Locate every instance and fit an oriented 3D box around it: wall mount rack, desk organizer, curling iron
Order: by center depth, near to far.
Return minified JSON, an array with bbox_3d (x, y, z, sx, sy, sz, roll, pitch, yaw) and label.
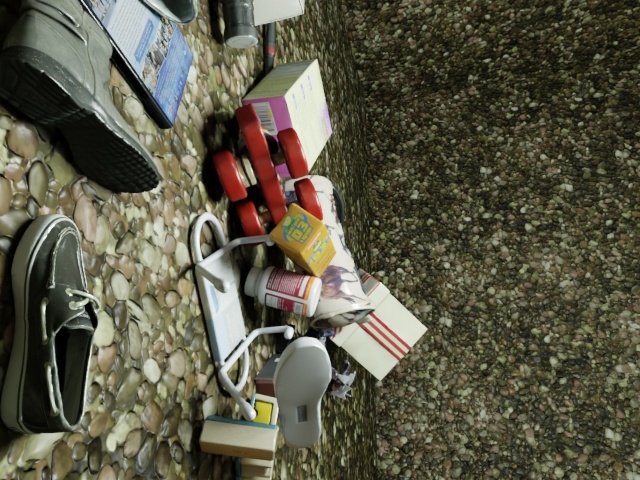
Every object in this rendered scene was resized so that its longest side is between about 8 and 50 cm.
[{"bbox_3d":[-0.142,0.128,0.826,0.304,0.130,0.350,-52,135,-71],"label":"wall mount rack"},{"bbox_3d":[-0.105,0.310,1.090,0.130,0.047,0.050,-41,127,-73],"label":"desk organizer"},{"bbox_3d":[-0.134,-0.519,1.314,0.068,0.035,0.274,10,76,-73],"label":"curling iron"}]

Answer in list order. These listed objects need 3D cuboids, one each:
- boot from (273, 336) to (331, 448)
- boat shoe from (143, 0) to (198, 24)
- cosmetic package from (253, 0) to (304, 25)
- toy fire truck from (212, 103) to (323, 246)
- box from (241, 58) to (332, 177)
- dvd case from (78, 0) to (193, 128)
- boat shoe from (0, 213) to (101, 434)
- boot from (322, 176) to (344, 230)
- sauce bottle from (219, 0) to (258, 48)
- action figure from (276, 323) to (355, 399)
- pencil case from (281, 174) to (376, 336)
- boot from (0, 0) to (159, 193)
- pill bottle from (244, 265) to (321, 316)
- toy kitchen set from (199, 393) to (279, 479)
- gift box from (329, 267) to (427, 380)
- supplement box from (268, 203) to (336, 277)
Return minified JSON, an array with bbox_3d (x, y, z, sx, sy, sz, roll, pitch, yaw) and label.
[{"bbox_3d":[-0.042,0.234,0.823,0.123,0.095,0.258,-111,-158,-53],"label":"boot"},{"bbox_3d":[-0.225,-0.387,0.601,0.335,0.121,0.119,-2,83,-78],"label":"boat shoe"},{"bbox_3d":[-0.121,-0.709,1.203,0.129,0.153,0.296,58,31,-60],"label":"cosmetic package"},{"bbox_3d":[-0.124,-0.154,1.020,0.254,0.169,0.302,-116,-173,-48],"label":"toy fire truck"},{"bbox_3d":[-0.076,-0.317,1.231,0.243,0.117,0.214,-64,148,-46],"label":"box"},{"bbox_3d":[-0.270,-0.316,0.702,0.253,0.022,0.181,65,25,-55],"label":"dvd case"},{"bbox_3d":[-0.259,0.078,0.483,0.078,0.070,0.220,39,47,-72],"label":"boat shoe"},{"bbox_3d":[0.004,0.001,1.486,0.260,0.131,0.348,-69,151,-62],"label":"boot"},{"bbox_3d":[-0.182,-0.582,0.982,0.111,0.111,0.345,-11,95,-77],"label":"sauce bottle"},{"bbox_3d":[-0.004,0.326,1.266,0.099,0.185,0.285,-63,144,-32],"label":"action figure"},{"bbox_3d":[0.003,0.023,1.191,0.183,0.159,0.411,42,27,-60],"label":"pencil case"},{"bbox_3d":[-0.263,-0.178,0.566,0.246,0.083,0.161,64,18,-59],"label":"boot"},{"bbox_3d":[-0.080,0.104,1.019,0.086,0.151,0.086,15,90,-82],"label":"pill bottle"},{"bbox_3d":[-0.137,0.333,0.880,0.207,0.122,0.166,100,-2,-47],"label":"toy kitchen set"},{"bbox_3d":[0.133,0.263,1.496,0.258,0.276,0.255,44,-7,-12],"label":"gift box"},{"bbox_3d":[-0.028,0.008,0.944,0.078,0.080,0.233,-55,164,-7],"label":"supplement box"}]
